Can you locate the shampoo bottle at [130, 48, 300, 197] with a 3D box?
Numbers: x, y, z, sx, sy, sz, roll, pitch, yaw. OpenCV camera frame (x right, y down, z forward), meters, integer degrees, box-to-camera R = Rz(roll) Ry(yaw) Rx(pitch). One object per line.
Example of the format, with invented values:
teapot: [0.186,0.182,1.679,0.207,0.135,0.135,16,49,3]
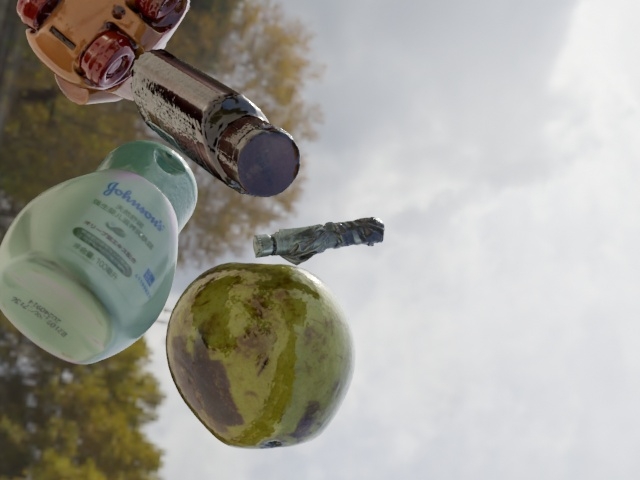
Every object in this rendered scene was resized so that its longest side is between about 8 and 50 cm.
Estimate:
shampoo bottle: [-0.120,-0.129,1.514,0.323,0.084,0.129,34,-28,59]

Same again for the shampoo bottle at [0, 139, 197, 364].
shampoo bottle: [-0.276,-0.005,1.789,0.151,0.222,0.349,-46,-171,37]

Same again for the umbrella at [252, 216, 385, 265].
umbrella: [0.000,0.000,1.842,0.046,0.188,0.050,125,-47,-57]

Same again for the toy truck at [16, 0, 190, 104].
toy truck: [-0.298,-0.318,1.956,0.265,0.189,0.239,-50,168,1]

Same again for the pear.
pear: [-0.086,0.162,1.910,0.283,0.283,0.284,-167,-90,-69]
